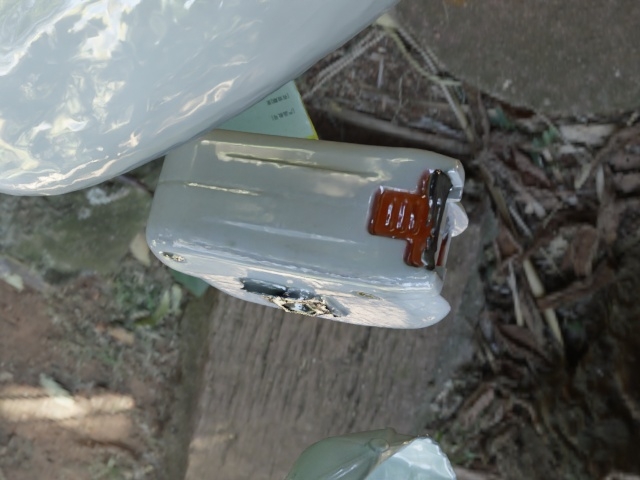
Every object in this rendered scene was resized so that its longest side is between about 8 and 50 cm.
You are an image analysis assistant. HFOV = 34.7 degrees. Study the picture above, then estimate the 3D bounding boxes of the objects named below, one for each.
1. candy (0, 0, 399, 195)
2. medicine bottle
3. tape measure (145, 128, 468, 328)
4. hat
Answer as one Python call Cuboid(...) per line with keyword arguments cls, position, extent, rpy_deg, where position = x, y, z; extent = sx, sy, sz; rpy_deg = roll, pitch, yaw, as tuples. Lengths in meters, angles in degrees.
Cuboid(cls="candy", position=(-0.006, -0.190, 0.428), extent=(0.186, 0.386, 0.427), rpy_deg=(41, 83, -5))
Cuboid(cls="medicine bottle", position=(-0.085, -0.128, 1.346), extent=(0.137, 0.141, 0.250), rpy_deg=(-22, 168, -5))
Cuboid(cls="tape measure", position=(0.000, 0.000, 0.875), extent=(0.258, 0.130, 0.265), rpy_deg=(8, 165, 19))
Cuboid(cls="hat", position=(-0.009, 0.306, 1.149), extent=(0.301, 0.257, 0.168), rpy_deg=(-20, 91, 41))
